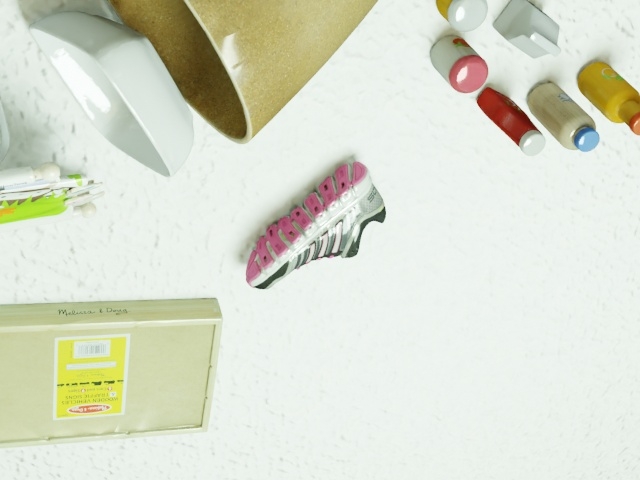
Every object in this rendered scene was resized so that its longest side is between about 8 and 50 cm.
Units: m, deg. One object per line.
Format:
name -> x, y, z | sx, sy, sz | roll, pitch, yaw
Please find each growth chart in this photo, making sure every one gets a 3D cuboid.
growth chart -> -0.267, -0.030, 0.831 | 0.172, 0.237, 0.021 | -12, 85, -9

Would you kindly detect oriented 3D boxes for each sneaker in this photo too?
sneaker -> 0.000, 0.000, 1.019 | 0.170, 0.063, 0.075 | -42, 121, 6

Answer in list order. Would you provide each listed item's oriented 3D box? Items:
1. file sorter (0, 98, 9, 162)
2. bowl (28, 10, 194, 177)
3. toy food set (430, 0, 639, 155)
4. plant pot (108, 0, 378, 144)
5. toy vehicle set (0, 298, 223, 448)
file sorter -> -0.326, -0.125, 0.651 | 0.193, 0.277, 0.173 | -14, 88, -9
bowl -> -0.165, -0.129, 0.831 | 0.053, 0.142, 0.142 | -44, 132, -18
toy food set -> 0.204, -0.151, 0.957 | 0.232, 0.104, 0.111 | 25, 113, -32
plant pot -> -0.029, -0.241, 0.757 | 0.254, 0.237, 0.237 | -38, 130, -12
toy vehicle set -> -0.243, 0.140, 1.051 | 0.267, 0.035, 0.166 | 0, 124, -19
